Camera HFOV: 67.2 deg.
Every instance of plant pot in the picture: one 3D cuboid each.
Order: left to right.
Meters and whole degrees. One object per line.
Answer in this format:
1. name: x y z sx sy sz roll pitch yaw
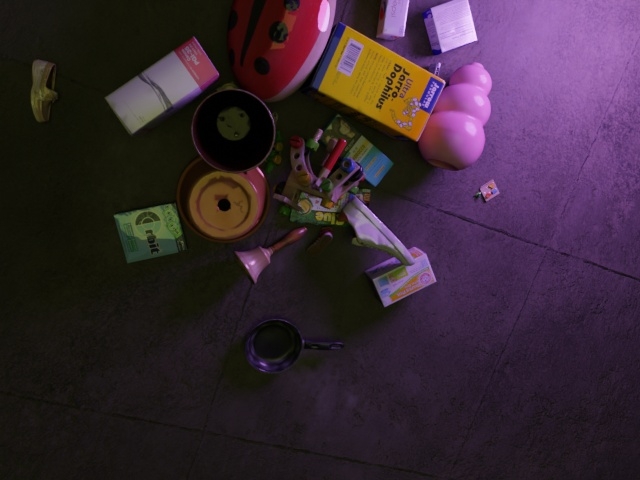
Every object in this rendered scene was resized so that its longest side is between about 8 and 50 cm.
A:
1. plant pot: -0.286 -0.121 1.424 0.290 0.203 0.291 -2 103 -10
2. plant pot: -0.244 -0.316 1.352 0.215 0.230 0.215 -3 109 -9

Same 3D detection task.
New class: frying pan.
1. frying pan: -0.100 0.334 1.646 0.326 0.053 0.197 -21 106 -8

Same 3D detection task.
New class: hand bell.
1. hand bell: -0.147 0.023 1.552 0.242 0.126 0.126 -34 107 -15

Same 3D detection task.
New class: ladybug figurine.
1. ladybug figurine: -0.127 -0.597 1.308 0.305 0.162 0.449 21 101 23

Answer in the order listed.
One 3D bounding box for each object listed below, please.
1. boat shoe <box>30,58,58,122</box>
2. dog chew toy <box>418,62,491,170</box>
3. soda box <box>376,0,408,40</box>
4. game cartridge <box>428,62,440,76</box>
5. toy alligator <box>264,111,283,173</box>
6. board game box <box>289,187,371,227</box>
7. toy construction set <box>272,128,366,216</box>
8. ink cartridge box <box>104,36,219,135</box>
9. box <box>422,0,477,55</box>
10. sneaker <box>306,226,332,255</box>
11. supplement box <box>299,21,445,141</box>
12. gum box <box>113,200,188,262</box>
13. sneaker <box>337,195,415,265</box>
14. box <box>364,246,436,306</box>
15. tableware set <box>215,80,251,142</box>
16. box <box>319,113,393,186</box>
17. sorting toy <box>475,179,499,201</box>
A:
1. boat shoe: -0.760 -0.412 1.334 0.059 0.063 0.170 4 102 -6
2. dog chew toy: 0.437 -0.393 1.513 0.206 0.206 0.332 20 90 -15
3. soda box: 0.224 -0.724 1.449 0.069 0.074 0.216 5 102 -12
4. game cartridge: 0.355 -0.520 1.532 0.017 0.056 0.083 8 102 -20
5. toy alligator: -0.138 -0.299 1.493 0.051 0.056 0.190 -3 104 -55
6. board game box: 0.032 -0.115 1.579 0.259 0.030 0.136 4 104 -12
7. toy construction set: -0.021 -0.165 1.399 0.257 0.309 0.237 30 86 -1
8. ink cartridge box: -0.423 -0.414 1.324 0.283 0.207 0.117 -35 106 -2
9. box: 0.402 -0.665 1.499 0.126 0.072 0.137 -21 105 -6
10. sneaker: 0.000 0.000 1.598 0.042 0.067 0.118 37 124 -19
11. supplement box: 0.147 -0.457 1.434 0.356 0.194 0.195 23 97 -15
12. gum box: -0.519 -0.026 1.483 0.184 0.041 0.157 -12 105 -9
13. sneaker: 0.176 -0.003 1.563 0.290 0.106 0.123 44 98 0
14. box: 0.272 0.122 1.642 0.203 0.103 0.114 -26 106 -4
15. tableware set: -0.267 -0.383 1.460 0.141 0.020 0.169 -43 110 6
16. box: 0.110 -0.287 1.536 0.244 0.060 0.100 37 93 -17
17. sorting toy: 0.581 -0.166 1.683 0.083 0.012 0.062 -32 107 -3
